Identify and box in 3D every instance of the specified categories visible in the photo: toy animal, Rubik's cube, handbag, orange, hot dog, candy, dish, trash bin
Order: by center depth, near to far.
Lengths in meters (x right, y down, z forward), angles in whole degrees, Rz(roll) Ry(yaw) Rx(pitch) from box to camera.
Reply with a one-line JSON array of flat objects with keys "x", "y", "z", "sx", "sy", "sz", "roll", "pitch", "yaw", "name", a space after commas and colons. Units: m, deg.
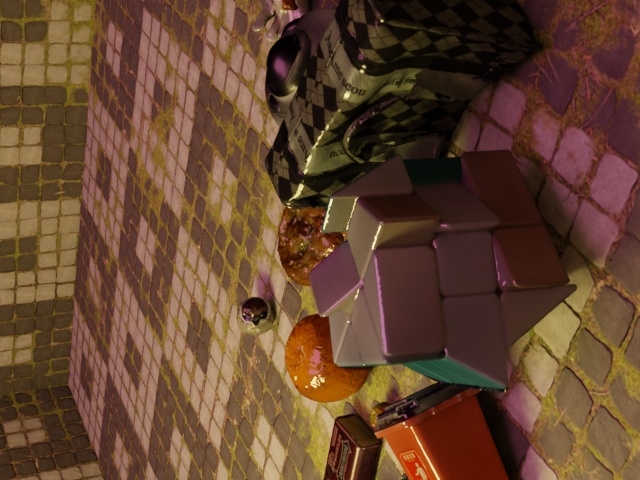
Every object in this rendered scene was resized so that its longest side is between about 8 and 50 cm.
[{"x": 0.167, "y": 0.048, "z": 1.447, "sx": 0.387, "sy": 0.359, "sz": 0.367, "roll": 159, "pitch": 107, "yaw": -72, "name": "Rubik's cube"}, {"x": 0.125, "y": -0.223, "z": 1.513, "sx": 0.416, "sy": 0.317, "sz": 0.180, "roll": -59, "pitch": 39, "yaw": 43, "name": "handbag"}, {"x": 0.228, "y": 0.358, "z": 1.588, "sx": 0.238, "sy": 0.185, "sz": 0.161, "roll": 63, "pitch": 154, "yaw": 9, "name": "trash bin"}, {"x": 0.168, "y": 0.371, "z": 1.816, "sx": 0.201, "sy": 0.061, "sz": 0.060, "roll": 27, "pitch": 119, "yaw": 48, "name": "candy"}, {"x": -0.049, "y": -0.353, "z": 1.891, "sx": 0.273, "sy": 0.134, "sz": 0.273, "roll": -22, "pitch": 61, "yaw": 47, "name": "dish"}, {"x": 0.019, "y": 0.243, "z": 1.939, "sx": 0.193, "sy": 0.161, "sz": 0.193, "roll": -5, "pitch": 84, "yaw": 58, "name": "orange"}, {"x": 0.000, "y": 0.000, "z": 1.965, "sx": 0.272, "sy": 0.122, "sz": 0.196, "roll": 14, "pitch": 101, "yaw": 62, "name": "hot dog"}, {"x": -0.163, "y": 0.176, "z": 2.333, "sx": 0.137, "sy": 0.098, "sz": 0.098, "roll": -106, "pitch": 22, "yaw": -65, "name": "toy animal"}]

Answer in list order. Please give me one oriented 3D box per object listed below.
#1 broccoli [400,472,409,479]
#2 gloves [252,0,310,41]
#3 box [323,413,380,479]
[{"x": 0.204, "y": 0.485, "z": 1.701, "sx": 0.160, "sy": 0.167, "sz": 0.154, "roll": 45, "pitch": 175, "yaw": 11, "name": "broccoli"}, {"x": -0.089, "y": -0.530, "z": 2.046, "sx": 0.218, "sy": 0.131, "sz": 0.140, "roll": 48, "pitch": 144, "yaw": 0, "name": "gloves"}, {"x": 0.061, "y": 0.493, "z": 2.003, "sx": 0.120, "sy": 0.069, "sz": 0.224, "roll": 45, "pitch": 131, "yaw": 49, "name": "box"}]
